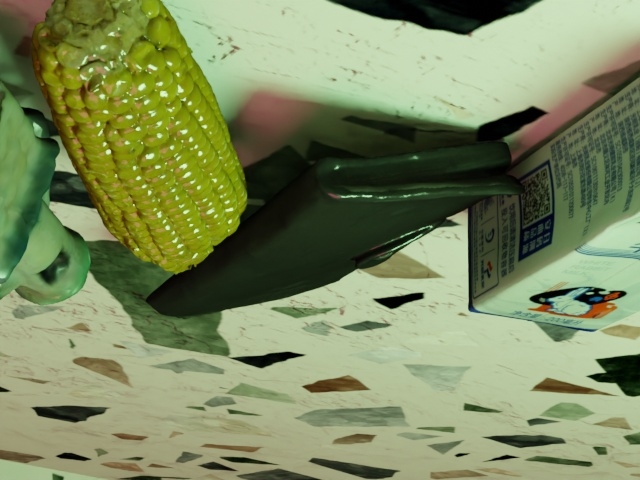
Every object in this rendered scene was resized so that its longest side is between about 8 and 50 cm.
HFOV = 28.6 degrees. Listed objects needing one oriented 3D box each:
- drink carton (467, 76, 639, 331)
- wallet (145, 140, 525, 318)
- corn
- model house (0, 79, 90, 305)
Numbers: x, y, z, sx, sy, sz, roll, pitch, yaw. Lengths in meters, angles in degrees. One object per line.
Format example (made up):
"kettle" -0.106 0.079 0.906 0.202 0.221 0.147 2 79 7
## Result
"drink carton" 0.234 -0.024 0.923 0.130 0.107 0.315 9 159 -20
"wallet" 0.000 0.000 1.058 0.197 0.051 0.377 -7 168 -30
"corn" -0.121 -0.069 0.877 0.119 0.119 0.322 2 159 8
"model house" -0.335 -0.009 0.922 0.298 0.243 0.284 11 164 12
